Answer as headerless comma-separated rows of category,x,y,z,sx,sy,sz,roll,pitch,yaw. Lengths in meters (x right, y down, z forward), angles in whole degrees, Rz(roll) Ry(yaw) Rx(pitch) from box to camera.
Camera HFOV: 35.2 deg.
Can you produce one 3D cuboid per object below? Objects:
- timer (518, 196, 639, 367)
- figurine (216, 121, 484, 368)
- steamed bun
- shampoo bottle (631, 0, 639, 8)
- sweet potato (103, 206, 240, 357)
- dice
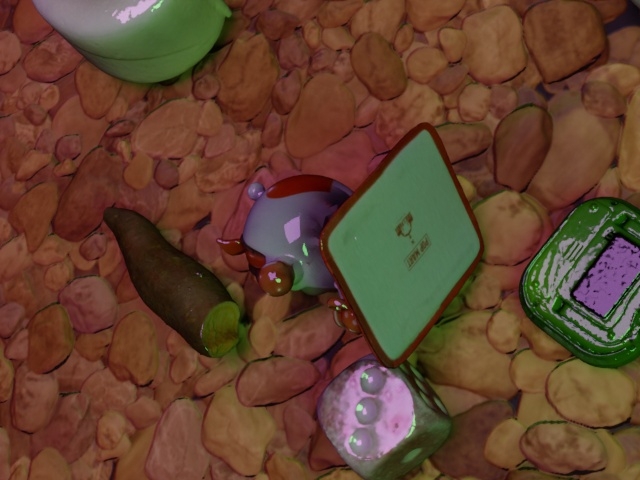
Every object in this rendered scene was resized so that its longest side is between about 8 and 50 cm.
timer,0.254,0.035,0.900,0.128,0.047,0.140,40,93,29
figurine,0.000,0.000,0.966,0.226,0.160,0.183,3,40,44
steamed bun,-0.238,-0.290,1.182,0.164,0.146,0.242,-45,60,2
shampoo bottle,0.363,-0.192,0.896,0.092,0.092,0.303,-39,61,10
sweet potato,-0.159,0.040,1.087,0.077,0.077,0.243,-50,52,4
dice,0.058,0.161,0.927,0.093,0.094,0.091,-40,60,7
